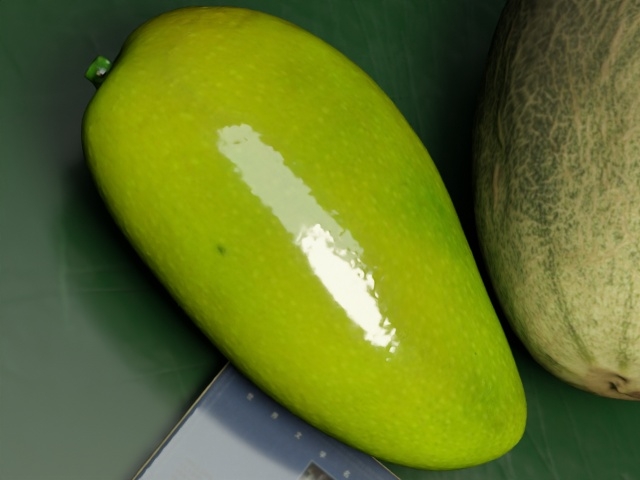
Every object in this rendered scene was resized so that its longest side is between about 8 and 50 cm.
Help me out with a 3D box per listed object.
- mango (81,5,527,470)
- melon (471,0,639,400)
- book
[{"bbox_3d":[0.000,0.000,0.989,0.192,0.156,0.343,-38,88,-35],"label":"mango"},{"bbox_3d":[0.218,-0.059,1.024,0.249,0.248,0.329,14,74,-10],"label":"melon"},{"bbox_3d":[-0.057,0.223,0.962,0.191,0.025,0.269,39,65,0],"label":"book"}]
